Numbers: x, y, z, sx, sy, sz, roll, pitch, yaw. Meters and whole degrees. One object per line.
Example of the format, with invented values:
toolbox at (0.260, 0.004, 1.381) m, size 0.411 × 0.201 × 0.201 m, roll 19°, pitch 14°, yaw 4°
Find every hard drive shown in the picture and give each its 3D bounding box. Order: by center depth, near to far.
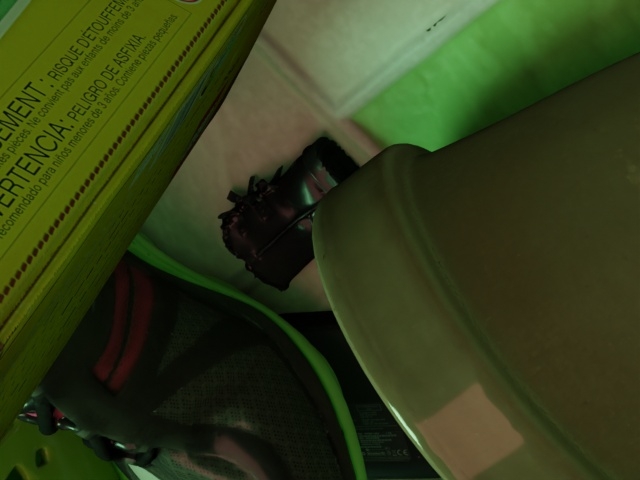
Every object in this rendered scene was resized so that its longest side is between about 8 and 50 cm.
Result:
hard drive at (0.028, 0.107, 1.058) m, size 0.094 × 0.022 × 0.135 m, roll -4°, pitch 123°, yaw 23°

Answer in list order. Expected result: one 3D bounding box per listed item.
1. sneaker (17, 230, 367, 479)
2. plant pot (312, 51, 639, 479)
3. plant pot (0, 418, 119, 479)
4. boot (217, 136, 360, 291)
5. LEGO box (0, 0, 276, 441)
sneaker at (-0.167, 0.066, 0.968) m, size 0.483 × 0.202 × 0.185 m, roll 45°, pitch 128°, yaw -8°
plant pot at (0.163, 0.012, 0.823) m, size 0.229 × 0.263 × 0.263 m, roll -38°, pitch 106°, yaw 17°
plant pot at (-0.315, 0.184, 1.124) m, size 0.227 × 0.207 × 0.228 m, roll -12°, pitch 119°, yaw 27°
boot at (0.000, 0.001, 0.977) m, size 0.121 × 0.045 × 0.099 m, roll 48°, pitch 124°, yaw -7°
LEGO box at (-0.250, -0.098, 0.703) m, size 0.372 × 0.500 × 0.193 m, roll 29°, pitch 127°, yaw -2°
